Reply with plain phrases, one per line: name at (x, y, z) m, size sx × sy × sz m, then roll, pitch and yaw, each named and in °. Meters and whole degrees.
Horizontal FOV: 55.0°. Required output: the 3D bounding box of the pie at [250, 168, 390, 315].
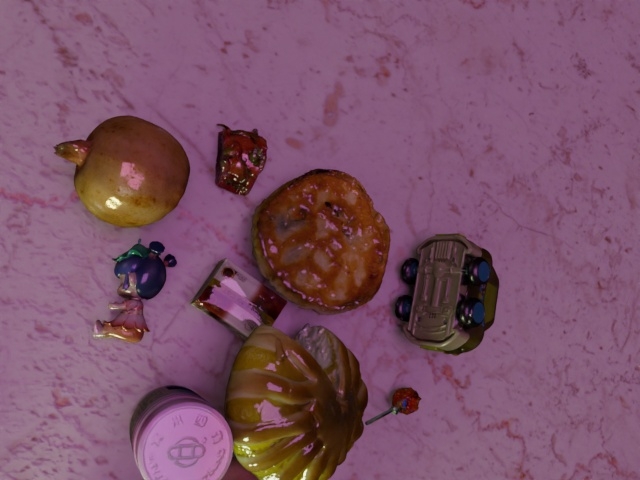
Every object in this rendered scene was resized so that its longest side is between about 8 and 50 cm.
pie at (0.000, 0.000, 1.248) m, size 0.315 × 0.092 × 0.315 m, roll 9°, pitch 68°, yaw -23°

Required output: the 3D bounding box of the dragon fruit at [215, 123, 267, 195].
dragon fruit at (-0.160, -0.172, 1.229) m, size 0.102 × 0.096 × 0.147 m, roll 7°, pitch 79°, yaw -15°

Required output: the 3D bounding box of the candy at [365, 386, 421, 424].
candy at (0.143, 0.345, 1.251) m, size 0.201 × 0.061 × 0.060 m, roll -4°, pitch 84°, yaw -56°

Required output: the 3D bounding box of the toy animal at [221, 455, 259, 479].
toy animal at (-0.205, 0.487, 1.101) m, size 0.250 × 0.154 × 0.166 m, roll -22°, pitch 91°, yaw -21°

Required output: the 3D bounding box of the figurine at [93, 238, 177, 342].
figurine at (-0.340, 0.095, 1.138) m, size 0.102 × 0.111 × 0.194 m, roll 11°, pitch 83°, yaw 0°

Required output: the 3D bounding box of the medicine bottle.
medicine bottle at (-0.245, 0.335, 1.052) m, size 0.152 × 0.254 × 0.152 m, roll 3°, pitch 82°, yaw -20°

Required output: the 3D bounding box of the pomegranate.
pomegranate at (-0.337, -0.124, 1.102) m, size 0.207 × 0.207 × 0.207 m, roll 2°, pitch 83°, yaw -19°

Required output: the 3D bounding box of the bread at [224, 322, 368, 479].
bread at (-0.027, 0.302, 1.125) m, size 0.333 × 0.160 × 0.332 m, roll 8°, pitch 80°, yaw -53°

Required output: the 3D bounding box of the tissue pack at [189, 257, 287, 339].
tissue pack at (-0.158, 0.119, 1.191) m, size 0.149 × 0.099 × 0.106 m, roll 36°, pitch 73°, yaw -12°

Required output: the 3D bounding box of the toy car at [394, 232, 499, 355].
toy car at (0.300, 0.126, 1.327) m, size 0.198 × 0.204 × 0.247 m, roll 23°, pitch 73°, yaw -39°
